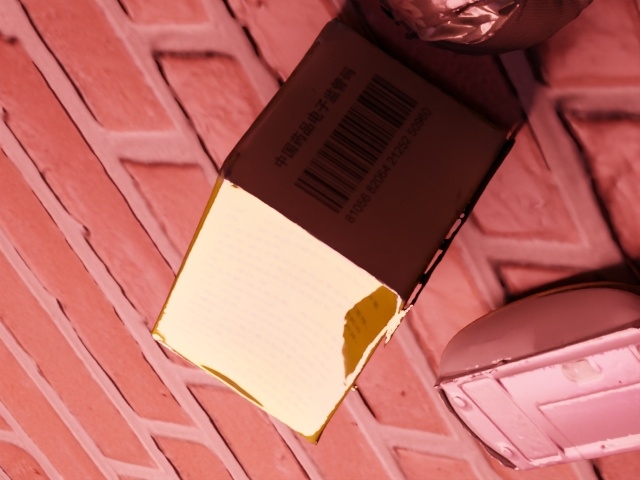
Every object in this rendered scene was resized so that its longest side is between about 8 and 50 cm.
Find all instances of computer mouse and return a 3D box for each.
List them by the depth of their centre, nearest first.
[{"bbox_3d":[0.173,0.088,1.171,0.126,0.056,0.245,46,149,-14],"label":"computer mouse"}]

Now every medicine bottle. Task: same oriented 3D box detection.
[{"bbox_3d":[0.000,0.000,1.146,0.141,0.137,0.250,35,151,3],"label":"medicine bottle"}]

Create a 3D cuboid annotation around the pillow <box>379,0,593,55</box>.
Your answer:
[{"bbox_3d":[0.028,-0.190,0.938,0.255,0.059,0.169,48,150,-20],"label":"pillow"}]
